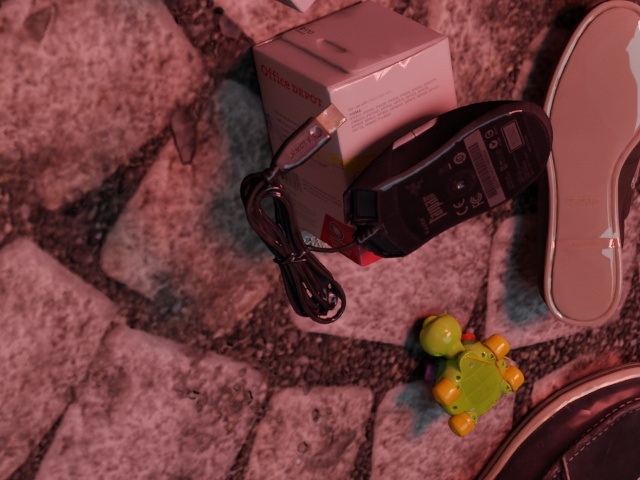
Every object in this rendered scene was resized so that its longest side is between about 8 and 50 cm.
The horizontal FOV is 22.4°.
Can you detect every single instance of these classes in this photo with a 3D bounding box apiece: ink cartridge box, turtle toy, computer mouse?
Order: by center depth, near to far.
[{"bbox_3d":[0.053,-0.064,1.309,0.262,0.060,0.184,-35,132,0],"label":"computer mouse"},{"bbox_3d":[0.037,-0.096,1.401,0.127,0.128,0.176,-26,125,-23],"label":"ink cartridge box"},{"bbox_3d":[0.141,0.127,1.626,0.095,0.066,0.130,-40,128,-15],"label":"turtle toy"}]

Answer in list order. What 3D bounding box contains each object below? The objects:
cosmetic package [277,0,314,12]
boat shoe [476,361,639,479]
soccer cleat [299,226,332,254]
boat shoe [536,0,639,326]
[{"bbox_3d":[-0.033,-0.303,1.237,0.183,0.151,0.151,-50,130,-7],"label":"cosmetic package"},{"bbox_3d":[0.225,0.325,1.726,0.500,0.156,0.187,-38,127,-17],"label":"boat shoe"},{"bbox_3d":[0.000,0.000,1.481,0.083,0.035,0.029,-12,118,-32],"label":"soccer cleat"},{"bbox_3d":[0.267,-0.081,1.618,0.112,0.095,0.335,4,109,0],"label":"boat shoe"}]
